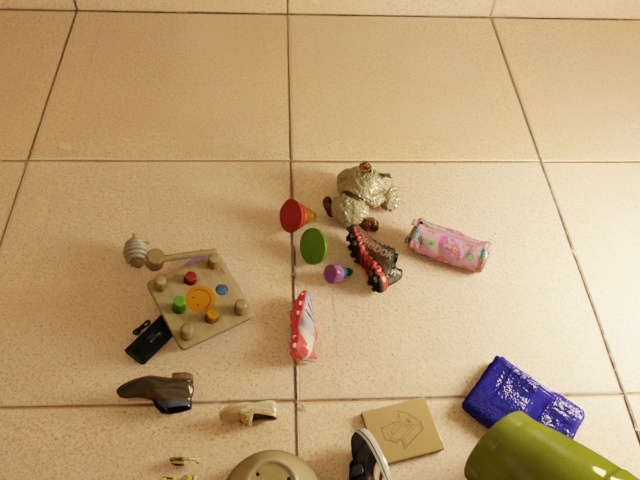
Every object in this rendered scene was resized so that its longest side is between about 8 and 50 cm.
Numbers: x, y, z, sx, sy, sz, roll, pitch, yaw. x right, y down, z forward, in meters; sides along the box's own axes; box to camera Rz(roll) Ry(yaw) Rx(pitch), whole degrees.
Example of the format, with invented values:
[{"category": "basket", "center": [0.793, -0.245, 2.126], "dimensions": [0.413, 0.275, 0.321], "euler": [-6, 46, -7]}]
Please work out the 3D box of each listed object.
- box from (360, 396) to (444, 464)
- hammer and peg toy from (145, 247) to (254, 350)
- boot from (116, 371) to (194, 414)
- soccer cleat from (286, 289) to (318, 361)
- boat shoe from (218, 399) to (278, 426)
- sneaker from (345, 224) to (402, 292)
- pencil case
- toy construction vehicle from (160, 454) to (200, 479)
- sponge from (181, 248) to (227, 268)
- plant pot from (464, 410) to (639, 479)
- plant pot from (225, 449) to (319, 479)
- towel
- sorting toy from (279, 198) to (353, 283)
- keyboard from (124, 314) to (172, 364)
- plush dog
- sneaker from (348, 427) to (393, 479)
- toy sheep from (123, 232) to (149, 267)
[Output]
[{"category": "box", "center": [0.234, 0.548, 1.871], "dimensions": [0.201, 0.021, 0.164], "euler": [-11, 53, -11]}, {"category": "hammer and peg toy", "center": [-0.396, 0.140, 2.046], "dimensions": [0.266, 0.127, 0.361], "euler": [-23, 66, -24]}, {"category": "boot", "center": [-0.472, 0.449, 1.869], "dimensions": [0.219, 0.082, 0.106], "euler": [-8, 50, -12]}, {"category": "soccer cleat", "center": [-0.048, 0.270, 2.048], "dimensions": [0.095, 0.083, 0.248], "euler": [26, 43, -21]}, {"category": "boat shoe", "center": [-0.204, 0.499, 1.856], "dimensions": [0.170, 0.063, 0.059], "euler": [-7, 47, -10]}, {"category": "sneaker", "center": [0.187, 0.048, 2.212], "dimensions": [0.135, 0.097, 0.276], "euler": [-20, 58, -17]}, {"category": "pencil case", "center": [0.440, 0.015, 2.239], "dimensions": [0.284, 0.124, 0.124], "euler": [21, 54, 12]}, {"category": "toy construction vehicle", "center": [-0.382, 0.627, 1.764], "dimensions": [0.098, 0.035, 0.085], "euler": [5, 52, 1]}, {"category": "sponge", "center": [-0.418, 0.127, 2.156], "dimensions": [0.117, 0.031, 0.210], "euler": [29, 56, 17]}, {"category": "plant pot", "center": [0.569, 0.636, 1.647], "dimensions": [0.366, 0.366, 0.353], "euler": [-30, 47, -24]}, {"category": "plant pot", "center": [-0.123, 0.656, 1.659], "dimensions": [0.284, 0.191, 0.284], "euler": [2, 52, -3]}, {"category": "towel", "center": [0.597, 0.492, 1.901], "dimensions": [0.308, 0.076, 0.227], "euler": [32, 56, 20]}, {"category": "sorting toy", "center": [0.000, 0.000, 2.258], "dimensions": [0.126, 0.127, 0.365], "euler": [-4, 49, -45]}, {"category": "keyboard", "center": [-0.527, 0.296, 2.024], "dimensions": [0.108, 0.023, 0.180], "euler": [34, 57, 14]}, {"category": "plush dog", "center": [0.133, -0.150, 2.327], "dimensions": [0.262, 0.210, 0.225], "euler": [25, 81, 18]}, {"category": "sneaker", "center": [0.125, 0.657, 1.712], "dimensions": [0.128, 0.126, 0.321], "euler": [-11, 55, -19]}, {"category": "toy sheep", "center": [-0.619, 0.035, 2.184], "dimensions": [0.091, 0.091, 0.132], "euler": [-10, 59, -11]}]
